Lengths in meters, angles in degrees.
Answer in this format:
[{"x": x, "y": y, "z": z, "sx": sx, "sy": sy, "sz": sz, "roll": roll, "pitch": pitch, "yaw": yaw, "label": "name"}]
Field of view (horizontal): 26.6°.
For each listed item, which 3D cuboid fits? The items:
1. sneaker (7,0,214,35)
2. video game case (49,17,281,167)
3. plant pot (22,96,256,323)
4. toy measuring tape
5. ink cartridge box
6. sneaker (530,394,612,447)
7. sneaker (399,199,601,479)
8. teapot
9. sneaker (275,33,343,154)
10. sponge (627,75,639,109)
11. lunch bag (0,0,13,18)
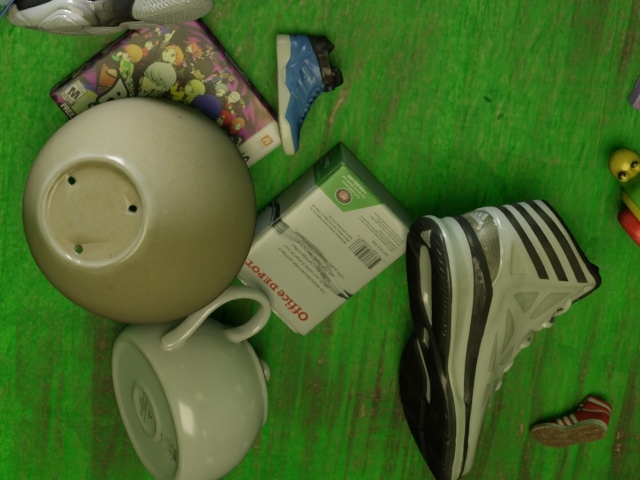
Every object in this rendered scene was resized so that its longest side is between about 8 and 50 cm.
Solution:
[{"x": -0.254, "y": -0.330, "z": 1.618, "sx": 0.269, "sy": 0.101, "sz": 0.153, "roll": -3, "pitch": 89, "yaw": 21, "label": "sneaker"}, {"x": -0.190, "y": -0.162, "z": 1.718, "sx": 0.210, "sy": 0.042, "sz": 0.232, "roll": -34, "pitch": 110, "yaw": 11, "label": "video game case"}, {"x": -0.234, "y": -0.033, "z": 1.591, "sx": 0.284, "sy": 0.191, "sz": 0.284, "roll": 1, "pitch": 93, "yaw": 10, "label": "plant pot"}, {"x": 0.489, "y": 0.004, "z": 1.775, "sx": 0.121, "sy": 0.121, "sz": 0.330, "roll": -40, "pitch": 109, "yaw": 14, "label": "toy measuring tape"}, {"x": 0.000, "y": 0.000, "z": 1.770, "sx": 0.208, "sy": 0.087, "sz": 0.153, "roll": -40, "pitch": 110, "yaw": 14, "label": "ink cartridge box"}, {"x": 0.360, "y": 0.256, "z": 1.924, "sx": 0.118, "sy": 0.067, "sz": 0.042, "roll": -11, "pitch": 120, "yaw": 36, "label": "sneaker"}, {"x": 0.252, "y": 0.138, "z": 1.796, "sx": 0.258, "sy": 0.169, "sz": 0.447, "roll": -13, "pitch": 130, "yaw": -15, "label": "sneaker"}, {"x": -0.151, "y": 0.194, "z": 1.791, "sx": 0.187, "sy": 0.256, "sz": 0.252, "roll": -18, "pitch": 93, "yaw": -27, "label": "teapot"}, {"x": -0.012, "y": -0.183, "z": 1.689, "sx": 0.085, "sy": 0.058, "sz": 0.152, "roll": -1, "pitch": 84, "yaw": -3, "label": "sneaker"}, {"x": 0.516, "y": -0.190, "z": 1.737, "sx": 0.210, "sy": 0.031, "sz": 0.117, "roll": 20, "pitch": 111, "yaw": -11, "label": "sponge"}, {"x": -0.468, "y": -0.322, "z": 1.569, "sx": 0.219, "sy": 0.090, "sz": 0.176, "roll": 37, "pitch": 89, "yaw": -39, "label": "lunch bag"}]
